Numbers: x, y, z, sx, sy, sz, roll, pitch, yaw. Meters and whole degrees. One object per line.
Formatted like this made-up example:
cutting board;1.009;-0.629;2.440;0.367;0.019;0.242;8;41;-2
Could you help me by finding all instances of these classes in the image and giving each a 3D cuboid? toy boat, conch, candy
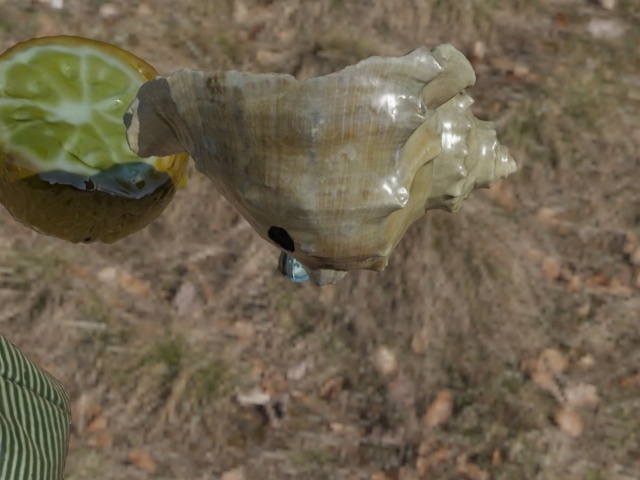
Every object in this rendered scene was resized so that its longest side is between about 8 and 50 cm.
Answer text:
toy boat;0.000;0.000;1.630;0.066;0.059;0.140;6;45;36
conch;0.010;-0.070;1.126;0.324;0.186;0.263;-10;-19;-13
candy;-0.272;-0.119;1.555;0.260;0.118;0.260;17;49;-21

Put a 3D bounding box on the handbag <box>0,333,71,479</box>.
handbag;-0.353;0.149;0.900;0.341;0.240;0.247;-13;47;15
